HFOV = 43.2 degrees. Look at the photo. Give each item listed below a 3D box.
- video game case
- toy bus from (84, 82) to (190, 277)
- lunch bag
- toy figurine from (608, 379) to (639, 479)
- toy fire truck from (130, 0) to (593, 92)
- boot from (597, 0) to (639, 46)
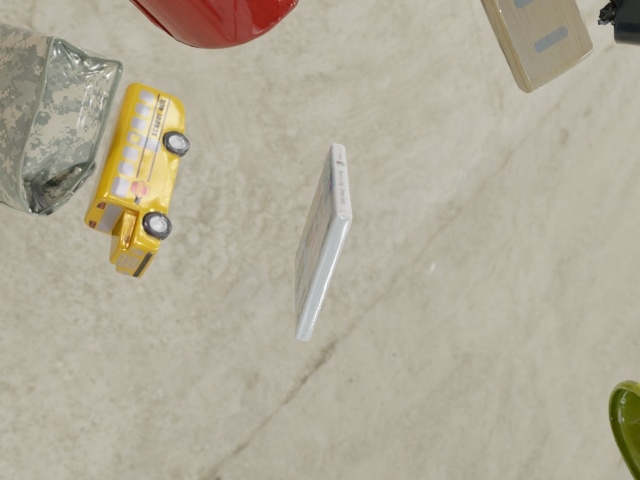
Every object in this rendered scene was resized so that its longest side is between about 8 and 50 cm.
[{"bbox_3d":[0.000,0.000,0.832,0.019,0.143,0.157,12,123,-9],"label":"video game case"},{"bbox_3d":[-0.314,-0.108,1.395,0.130,0.108,0.332,20,53,-21],"label":"toy bus"},{"bbox_3d":[-0.478,-0.191,1.310,0.169,0.235,0.287,12,97,-57],"label":"lunch bag"},{"bbox_3d":[0.366,0.213,0.489,0.217,0.362,0.191,-25,130,0],"label":"toy figurine"},{"bbox_3d":[0.004,-0.168,0.410,0.217,0.246,0.158,-41,151,5],"label":"toy fire truck"},{"bbox_3d":[0.208,-0.144,0.272,0.094,0.207,0.246,-50,153,-26],"label":"boot"}]
